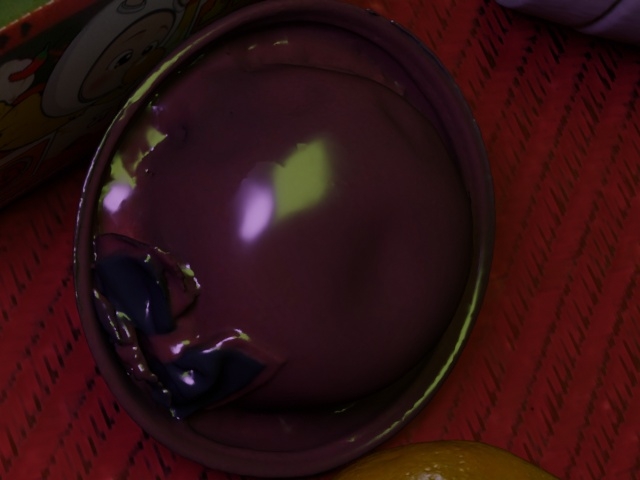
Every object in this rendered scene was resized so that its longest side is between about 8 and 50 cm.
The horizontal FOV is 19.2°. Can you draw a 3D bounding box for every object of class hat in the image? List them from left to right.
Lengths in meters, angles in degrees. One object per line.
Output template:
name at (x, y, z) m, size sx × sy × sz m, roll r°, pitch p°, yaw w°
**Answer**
hat at (0.000, 0.000, 0.763) m, size 0.205 × 0.089 × 0.205 m, roll -3°, pitch 95°, yaw -36°

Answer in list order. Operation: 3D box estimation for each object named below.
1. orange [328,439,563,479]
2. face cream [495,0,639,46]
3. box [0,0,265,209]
orange at (0.056, 0.145, 0.716) m, size 0.156 × 0.124 × 0.156 m, roll 16°, pitch 41°, yaw -15°
face cream at (0.179, -0.177, 0.910) m, size 0.153 × 0.177 × 0.177 m, roll 14°, pitch 60°, yaw -15°
box at (-0.127, -0.114, 0.763) m, size 0.195 × 0.177 × 0.148 m, roll -35°, pitch 79°, yaw -31°
